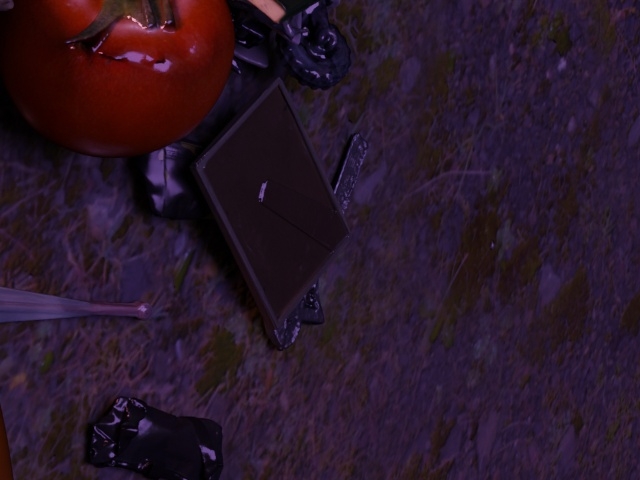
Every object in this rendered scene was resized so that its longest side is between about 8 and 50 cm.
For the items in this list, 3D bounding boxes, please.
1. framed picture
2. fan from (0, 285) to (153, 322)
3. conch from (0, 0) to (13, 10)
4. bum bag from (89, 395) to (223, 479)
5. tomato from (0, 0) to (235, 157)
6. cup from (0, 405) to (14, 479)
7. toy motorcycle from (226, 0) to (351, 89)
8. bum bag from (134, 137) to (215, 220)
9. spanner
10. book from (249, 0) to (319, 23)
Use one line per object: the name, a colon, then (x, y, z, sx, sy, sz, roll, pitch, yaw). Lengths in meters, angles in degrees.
framed picture: (-0.054, -0.046, 1.947, 0.189, 0.023, 0.260, -52, 132, -35)
fan: (-0.304, 0.069, 1.770, 0.282, 0.023, 0.057, 2, 86, -42)
conch: (-0.411, -0.210, 1.570, 0.324, 0.263, 0.186, -35, 135, -5)
bum bag: (-0.181, 0.238, 1.855, 0.197, 0.049, 0.087, 22, 76, -41)
tomato: (-0.223, -0.212, 1.719, 0.255, 0.224, 0.256, 10, 48, -12)
cup: (-0.392, 0.145, 1.590, 0.226, 0.182, 0.264, 13, 74, -77)
toy motorcycle: (-0.094, -0.316, 1.936, 0.327, 0.143, 0.188, 26, 60, -23)
bum bag: (-0.128, -0.068, 1.924, 0.232, 0.060, 0.107, 12, 83, -41)
spanner: (0.000, 0.000, 2.065, 0.093, 0.026, 0.325, 38, 61, -34)
book: (-0.069, -0.379, 1.853, 0.260, 0.043, 0.371, 40, 31, 5)
